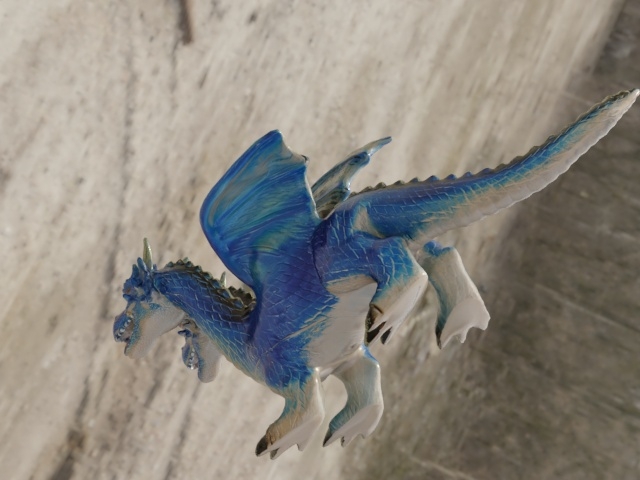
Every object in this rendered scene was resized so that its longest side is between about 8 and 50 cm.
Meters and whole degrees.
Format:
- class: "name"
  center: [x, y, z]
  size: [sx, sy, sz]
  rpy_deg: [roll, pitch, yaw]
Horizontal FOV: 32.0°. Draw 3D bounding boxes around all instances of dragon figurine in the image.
- class: "dragon figurine"
  center: [0.000, 0.000, 0.515]
  size: [0.085, 0.144, 0.289]
  rpy_deg: [-2, 140, -45]
